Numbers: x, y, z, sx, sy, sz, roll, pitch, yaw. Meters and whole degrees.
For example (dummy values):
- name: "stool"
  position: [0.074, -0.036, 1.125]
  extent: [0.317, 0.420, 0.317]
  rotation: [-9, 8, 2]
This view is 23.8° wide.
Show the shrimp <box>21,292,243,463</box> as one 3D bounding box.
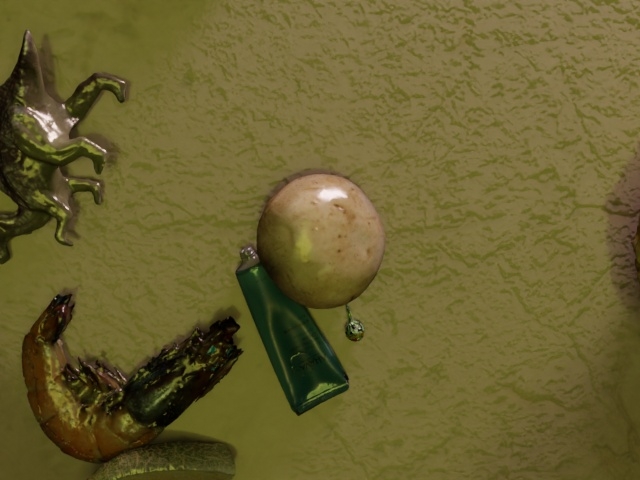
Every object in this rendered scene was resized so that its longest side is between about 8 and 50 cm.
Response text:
- name: "shrimp"
  position: [-0.245, 0.145, 1.908]
  extent: [0.290, 0.054, 0.222]
  rotation: [-33, 96, 10]

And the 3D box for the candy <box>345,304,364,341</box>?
- name: "candy"
  position: [0.037, 0.088, 1.933]
  extent: [0.023, 0.025, 0.083]
  rotation: [-11, 88, -43]

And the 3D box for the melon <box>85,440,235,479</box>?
- name: "melon"
  position: [-0.203, 0.299, 1.912]
  extent: [0.182, 0.054, 0.098]
  rotation: [12, 110, -22]

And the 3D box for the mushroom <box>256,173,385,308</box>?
- name: "mushroom"
  position: [0.000, 0.000, 1.872]
  extent: [0.166, 0.127, 0.166]
  rotation: [-1, 92, -25]

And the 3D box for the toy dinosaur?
- name: "toy dinosaur"
  position: [-0.342, -0.103, 1.871]
  extent: [0.162, 0.077, 0.294]
  rotation: [14, 96, -3]

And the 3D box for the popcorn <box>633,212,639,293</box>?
- name: "popcorn"
  position: [0.506, 0.012, 1.845]
  extent: [0.252, 0.215, 0.286]
  rotation: [-16, 92, 6]

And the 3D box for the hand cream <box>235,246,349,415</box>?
- name: "hand cream"
  position: [-0.046, 0.110, 1.924]
  extent: [0.083, 0.048, 0.224]
  rotation: [-28, 101, -1]
